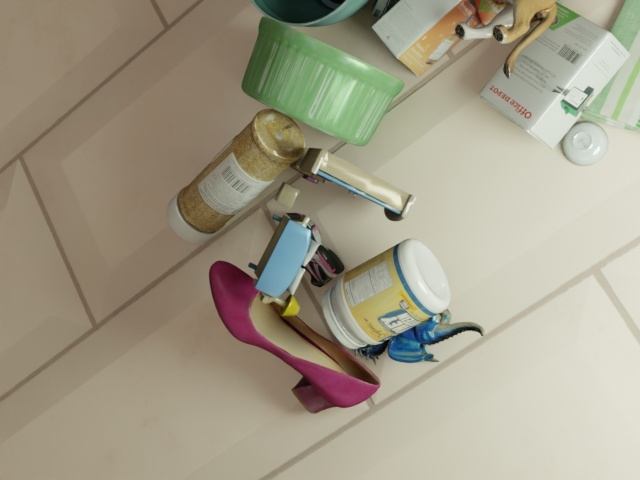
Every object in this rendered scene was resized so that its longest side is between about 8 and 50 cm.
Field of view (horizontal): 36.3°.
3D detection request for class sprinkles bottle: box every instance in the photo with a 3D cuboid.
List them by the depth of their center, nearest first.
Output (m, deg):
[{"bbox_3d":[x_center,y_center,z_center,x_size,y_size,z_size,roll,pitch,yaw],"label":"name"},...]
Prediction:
[{"bbox_3d":[-0.176,-0.123,1.971,0.355,0.121,0.121,-38,66,42],"label":"sprinkles bottle"}]

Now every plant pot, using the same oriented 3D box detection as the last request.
[{"bbox_3d":[0.010,-0.562,1.965,0.293,0.196,0.293,1,91,28],"label":"plant pot"}]

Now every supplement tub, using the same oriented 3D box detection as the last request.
[{"bbox_3d":[0.117,0.100,1.757,0.200,0.144,0.144,-31,70,25],"label":"supplement tub"}]

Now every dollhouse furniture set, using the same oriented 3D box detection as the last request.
[{"bbox_3d":[0.000,0.000,1.866,0.198,0.286,0.303,27,91,-12],"label":"dollhouse furniture set"}]

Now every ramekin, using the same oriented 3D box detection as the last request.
[{"bbox_3d":[-0.005,-0.301,1.887,0.303,0.303,0.148,29,99,27],"label":"ramekin"}]

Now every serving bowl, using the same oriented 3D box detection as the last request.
[{"bbox_3d":[0.480,-0.178,1.779,0.083,0.027,0.083,-4,81,25],"label":"serving bowl"}]

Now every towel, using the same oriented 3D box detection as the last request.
[{"bbox_3d":[0.642,-0.280,1.712,0.325,0.038,0.248,27,93,29],"label":"towel"}]

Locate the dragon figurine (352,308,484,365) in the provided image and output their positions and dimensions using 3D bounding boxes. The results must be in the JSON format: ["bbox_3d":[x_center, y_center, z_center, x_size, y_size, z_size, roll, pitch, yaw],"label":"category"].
[{"bbox_3d":[0.179,0.188,1.837,0.289,0.085,0.144,15,91,32],"label":"dragon figurine"}]

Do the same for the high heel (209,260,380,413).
[{"bbox_3d":[-0.047,0.165,1.849,0.181,0.127,0.377,-27,110,40],"label":"high heel"}]

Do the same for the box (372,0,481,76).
[{"bbox_3d":[0.209,-0.421,1.892,0.170,0.130,0.091,-41,67,16],"label":"box"}]

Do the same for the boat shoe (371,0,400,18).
[{"bbox_3d":[0.171,-0.542,1.969,0.070,0.078,0.219,21,88,-7],"label":"boat shoe"}]

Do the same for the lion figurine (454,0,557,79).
[{"bbox_3d":[0.323,-0.489,1.765,0.240,0.142,0.392,-24,81,-23],"label":"lion figurine"}]

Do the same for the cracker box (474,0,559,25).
[{"bbox_3d":[0.396,-0.517,1.851,0.232,0.067,0.155,-23,72,23],"label":"cracker box"}]

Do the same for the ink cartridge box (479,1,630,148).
[{"bbox_3d":[0.419,-0.299,1.768,0.219,0.092,0.160,-52,44,11],"label":"ink cartridge box"}]

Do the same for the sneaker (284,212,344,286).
[{"bbox_3d":[-0.033,0.021,1.981,0.077,0.072,0.178,-48,59,24],"label":"sneaker"}]
